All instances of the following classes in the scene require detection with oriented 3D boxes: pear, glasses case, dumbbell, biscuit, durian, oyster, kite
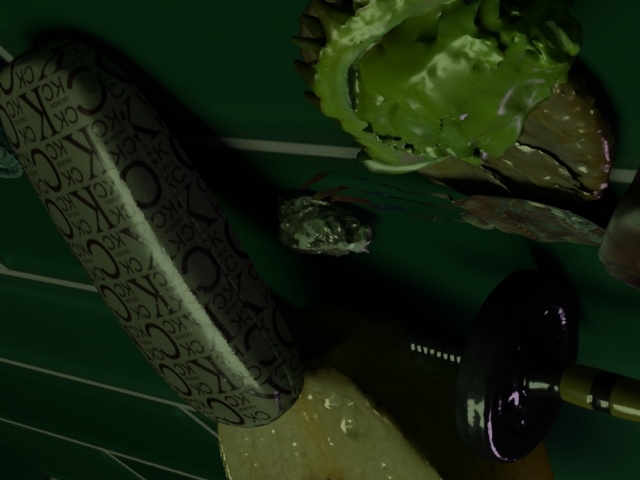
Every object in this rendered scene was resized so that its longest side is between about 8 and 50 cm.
[{"bbox_3d":[0.089,0.218,1.456,0.340,0.191,0.386,10,128,47],"label":"pear"},{"bbox_3d":[-0.133,0.001,1.282,0.137,0.085,0.354,-4,122,51],"label":"glasses case"},{"bbox_3d":[0.203,0.107,1.147,0.325,0.143,0.143,15,157,32],"label":"dumbbell"},{"bbox_3d":[0.082,-0.083,0.994,0.220,0.033,0.220,25,160,10],"label":"biscuit"},{"bbox_3d":[0.061,-0.106,0.818,0.132,0.106,0.375,26,154,2],"label":"durian"},{"bbox_3d":[0.001,0.000,1.300,0.098,0.037,0.100,22,160,17],"label":"oyster"},{"bbox_3d":[0.092,-0.022,1.090,0.229,0.016,0.127,9,169,25],"label":"kite"}]

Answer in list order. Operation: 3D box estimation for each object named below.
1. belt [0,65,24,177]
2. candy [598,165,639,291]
[{"bbox_3d":[-0.350,-0.156,1.314,0.302,0.072,0.087,38,156,-27],"label":"belt"},{"bbox_3d":[0.285,0.003,0.759,0.289,0.157,0.214,19,164,8],"label":"candy"}]
